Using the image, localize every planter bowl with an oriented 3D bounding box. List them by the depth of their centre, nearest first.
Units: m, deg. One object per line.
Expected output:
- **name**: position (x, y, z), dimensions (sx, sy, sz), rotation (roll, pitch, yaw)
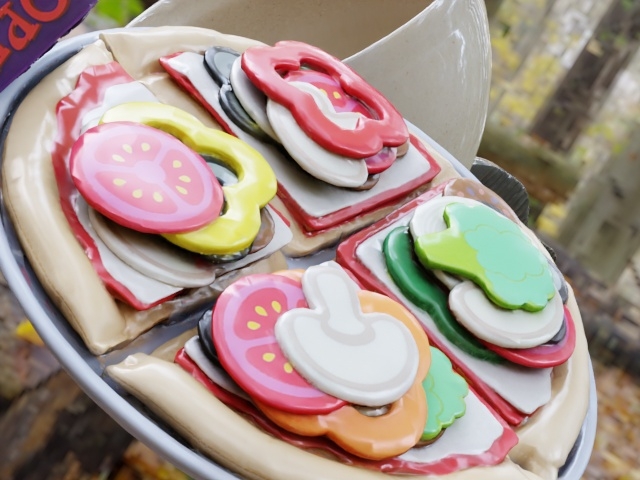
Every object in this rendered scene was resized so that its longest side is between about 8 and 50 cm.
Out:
- **planter bowl**: position (0.001, -0.048, 0.661), dimensions (0.162, 0.162, 0.109), rotation (38, -26, 60)

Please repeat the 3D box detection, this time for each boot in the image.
- **boot**: position (0.073, -0.030, 1.084), dimensions (0.137, 0.077, 0.198), rotation (42, -6, 28)

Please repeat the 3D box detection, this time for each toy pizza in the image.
- **toy pizza**: position (0.000, 0.000, 0.464), dimensions (0.201, 0.032, 0.201), rotation (23, 36, -17)

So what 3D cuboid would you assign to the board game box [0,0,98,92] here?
- **board game box**: position (-0.209, -0.062, 0.584), dimensions (0.056, 0.208, 0.347), rotation (53, -6, -28)
